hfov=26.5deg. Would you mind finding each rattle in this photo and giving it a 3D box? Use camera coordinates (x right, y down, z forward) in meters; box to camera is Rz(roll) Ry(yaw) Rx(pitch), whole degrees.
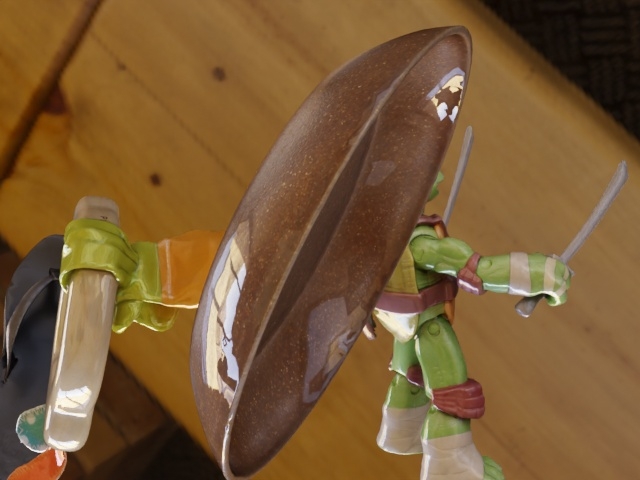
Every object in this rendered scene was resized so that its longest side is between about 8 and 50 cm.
[{"bbox_3d":[-0.112,0.078,0.843,0.130,0.143,0.199,40,124,56],"label":"rattle"}]

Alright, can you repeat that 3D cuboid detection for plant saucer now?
[{"bbox_3d":[0.000,0.000,0.538,0.036,0.198,0.198,28,119,13],"label":"plant saucer"}]

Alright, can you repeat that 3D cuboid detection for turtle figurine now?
[{"bbox_3d":[0.133,0.052,1.124,0.198,0.275,0.266,10,106,34],"label":"turtle figurine"}]

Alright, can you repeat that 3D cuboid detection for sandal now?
[{"bbox_3d":[-0.241,0.099,1.188,0.097,0.254,0.054,17,142,-9],"label":"sandal"}]
